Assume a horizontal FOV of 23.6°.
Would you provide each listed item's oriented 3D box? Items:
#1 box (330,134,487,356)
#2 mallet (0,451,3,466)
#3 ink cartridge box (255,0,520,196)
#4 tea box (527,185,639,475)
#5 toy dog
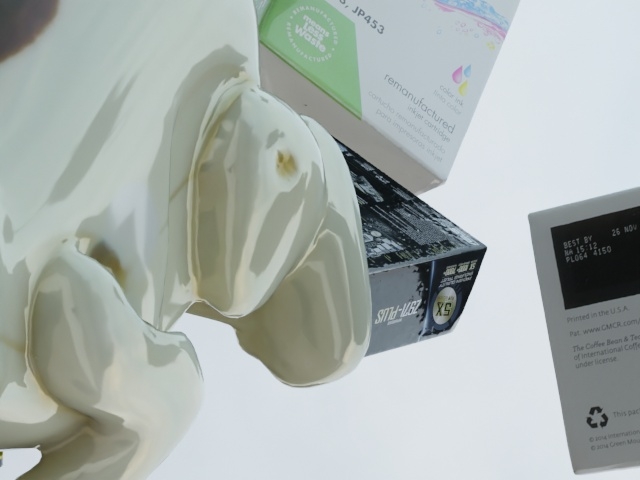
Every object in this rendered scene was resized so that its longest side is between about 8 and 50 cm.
[{"bbox_3d":[0.000,0.000,1.087,0.180,0.147,0.077,37,-59,32],"label":"box"},{"bbox_3d":[-0.241,0.078,1.134,0.039,0.062,0.189,8,-89,15],"label":"mallet"},{"bbox_3d":[0.058,-0.225,1.320,0.207,0.353,0.119,36,-32,-20],"label":"ink cartridge box"},{"bbox_3d":[0.394,0.056,1.255,0.329,0.323,0.220,-14,-100,31],"label":"tea box"},{"bbox_3d":[-0.170,-0.013,0.737,0.285,0.408,0.395,19,-63,21],"label":"toy dog"}]
